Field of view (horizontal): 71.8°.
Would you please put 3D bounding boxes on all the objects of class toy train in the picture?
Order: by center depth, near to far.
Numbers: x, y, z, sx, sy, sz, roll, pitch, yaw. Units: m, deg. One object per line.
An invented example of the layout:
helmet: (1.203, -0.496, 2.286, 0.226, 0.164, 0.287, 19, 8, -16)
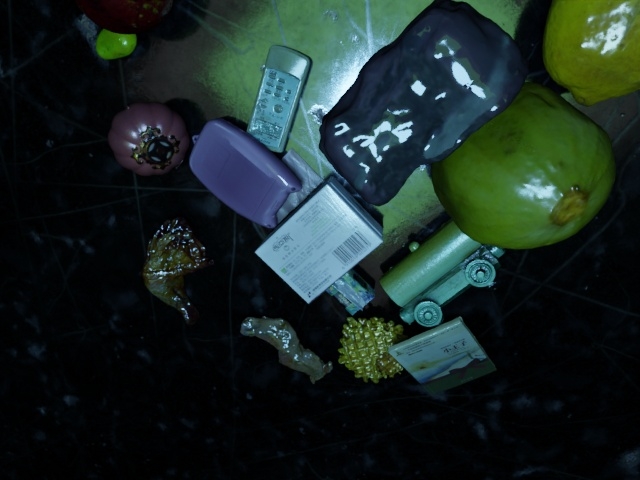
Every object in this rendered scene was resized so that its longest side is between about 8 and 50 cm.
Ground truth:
toy train: (0.290, 0.080, 1.076, 0.189, 0.126, 0.307, 43, 112, -10)

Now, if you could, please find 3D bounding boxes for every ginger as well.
ginger: (-0.095, 0.299, 1.253, 0.290, 0.084, 0.122, 39, 133, -11)

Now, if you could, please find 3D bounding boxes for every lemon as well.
lemon: (0.534, -0.392, 0.807, 0.234, 0.233, 0.288, 8, 113, 6)

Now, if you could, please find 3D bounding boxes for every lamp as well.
lamp: (-0.406, -0.243, 1.046, 0.182, 0.140, 0.181, -23, 136, -24)

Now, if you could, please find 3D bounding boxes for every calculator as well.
calculator: (-0.200, -0.164, 1.082, 0.294, 0.043, 0.194, 38, 123, 0)

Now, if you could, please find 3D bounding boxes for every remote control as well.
remote control: (-0.101, -0.326, 1.028, 0.098, 0.038, 0.233, 21, 113, 1)

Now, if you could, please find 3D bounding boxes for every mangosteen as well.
mangosteen: (-0.427, -0.552, 0.917, 0.258, 0.215, 0.215, 36, 116, 32)

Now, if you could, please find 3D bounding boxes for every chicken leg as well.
chicken leg: (-0.392, 0.085, 1.211, 0.178, 0.083, 0.322, 14, 110, -13)

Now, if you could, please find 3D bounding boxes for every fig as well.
fig: (0.394, -0.129, 0.868, 0.344, 0.343, 0.342, 3, 111, 7)

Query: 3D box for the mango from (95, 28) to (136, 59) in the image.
mango: (-0.475, -0.458, 1.023, 0.108, 0.056, 0.073, -23, 100, 19)

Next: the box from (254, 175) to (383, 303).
box: (0.000, 0.000, 1.098, 0.260, 0.111, 0.194, -40, 100, 22)

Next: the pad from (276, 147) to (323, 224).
pad: (-0.097, -0.129, 1.120, 0.113, 0.006, 0.188, 45, 109, -8)

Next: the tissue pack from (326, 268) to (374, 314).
tissue pack: (0.074, 0.131, 1.153, 0.111, 0.079, 0.085, 44, 109, -9)

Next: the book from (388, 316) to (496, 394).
book: (0.324, 0.309, 1.151, 0.201, 0.026, 0.289, -29, 130, 19)

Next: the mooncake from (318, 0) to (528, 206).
mooncake: (0.167, -0.266, 0.842, 0.212, 0.350, 0.381, 43, 109, -9)

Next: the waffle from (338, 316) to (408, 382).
waffle: (0.149, 0.300, 1.211, 0.197, 0.070, 0.192, 12, 111, 4)
